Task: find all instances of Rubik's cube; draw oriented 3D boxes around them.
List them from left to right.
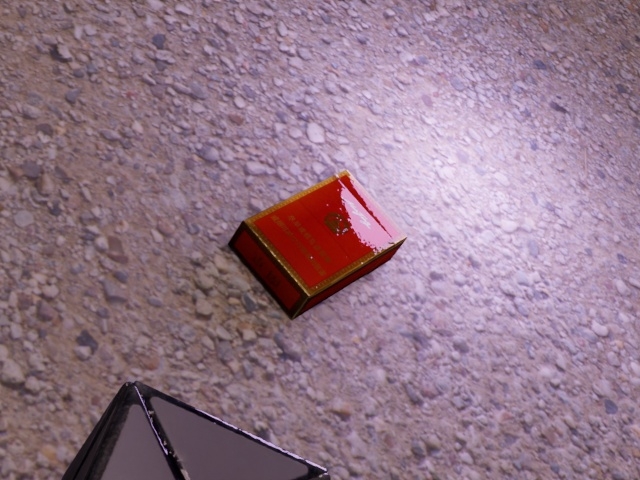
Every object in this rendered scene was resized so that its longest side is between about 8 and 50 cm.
[{"bbox_3d":[-0.167,0.341,1.150,0.259,0.260,0.254,24,44,-8],"label":"Rubik's cube"}]

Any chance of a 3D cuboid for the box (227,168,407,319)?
[{"bbox_3d":[-0.001,0.001,1.673,0.153,0.074,0.240,46,46,16],"label":"box"}]
